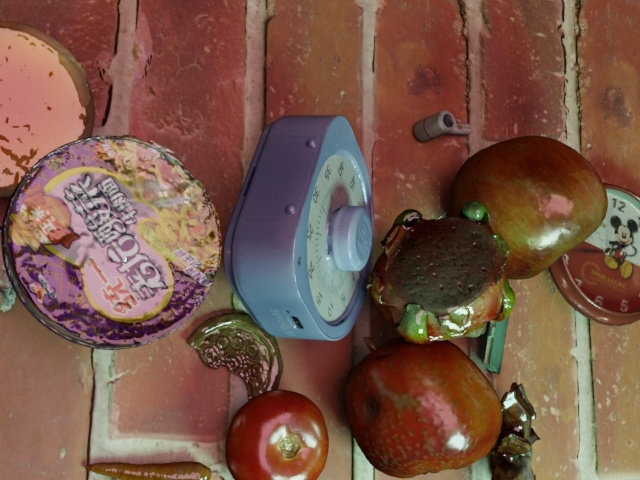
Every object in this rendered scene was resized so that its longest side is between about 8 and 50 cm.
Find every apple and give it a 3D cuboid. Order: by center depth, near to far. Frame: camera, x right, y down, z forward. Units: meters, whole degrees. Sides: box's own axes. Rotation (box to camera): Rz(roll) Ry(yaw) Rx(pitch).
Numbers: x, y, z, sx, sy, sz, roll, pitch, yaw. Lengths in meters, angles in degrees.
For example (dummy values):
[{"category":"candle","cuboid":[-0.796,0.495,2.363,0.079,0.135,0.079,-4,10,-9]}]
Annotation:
[{"category":"apple","cuboid":[0.395,-0.075,1.771,0.301,0.301,0.301,4,79,-19]}]

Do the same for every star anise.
[{"category":"star anise","cuboid":[0.372,0.410,1.725,0.088,0.288,0.288,2,75,24]}]

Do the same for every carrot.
[{"category":"carrot","cuboid":[-0.298,0.403,1.555,0.216,0.048,0.048,7,78,-14]}]

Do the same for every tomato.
[{"category":"tomato","cuboid":[-0.078,0.362,1.588,0.195,0.136,0.195,3,83,-22]}]

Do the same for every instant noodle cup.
[{"category":"instant noodle cup","cuboid":[-0.352,0.020,1.485,0.340,0.266,0.340,3,79,-19]}]

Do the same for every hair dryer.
[{"category":"hair dryer","cuboid":[0.272,-0.235,1.870,0.137,0.082,0.047,-1,79,-36]}]

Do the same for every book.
[{"category":"book","cuboid":[0.355,0.195,1.810,0.017,0.103,0.135,5,74,25]}]

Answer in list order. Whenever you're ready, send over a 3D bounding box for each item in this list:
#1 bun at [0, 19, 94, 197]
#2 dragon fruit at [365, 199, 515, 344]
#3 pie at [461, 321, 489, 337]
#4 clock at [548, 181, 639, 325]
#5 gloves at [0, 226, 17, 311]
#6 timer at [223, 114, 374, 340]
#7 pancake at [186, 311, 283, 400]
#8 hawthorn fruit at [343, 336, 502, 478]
[{"category":"bun","cuboid":[-0.532,-0.221,1.519,0.299,0.165,0.299,-2,95,-17]},{"category":"dragon fruit","cuboid":[0.220,0.060,1.635,0.268,0.130,0.295,33,69,25]},{"category":"pie","cuboid":[0.265,0.116,1.793,0.193,0.079,0.163,26,62,-23]},{"category":"clock","cuboid":[0.621,0.028,1.942,0.318,0.080,0.318,5,74,-18]},{"category":"gloves","cuboid":[-0.567,0.048,1.507,0.114,0.070,0.153,-2,74,-12]},{"category":"timer","cuboid":[0.000,0.000,1.581,0.173,0.395,0.395,0,77,22]},{"category":"pancake","cuboid":[-0.158,0.223,1.651,0.190,0.020,0.184,13,77,-17]},{"category":"hawthorn fruit","cuboid":[0.172,0.294,1.632,0.275,0.275,0.299,-30,77,-22]}]
